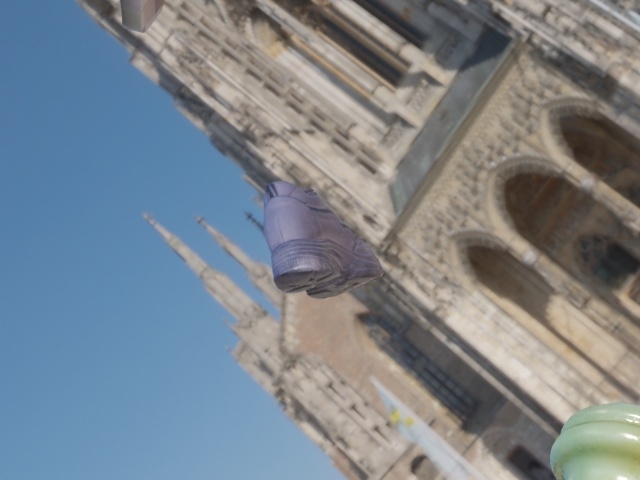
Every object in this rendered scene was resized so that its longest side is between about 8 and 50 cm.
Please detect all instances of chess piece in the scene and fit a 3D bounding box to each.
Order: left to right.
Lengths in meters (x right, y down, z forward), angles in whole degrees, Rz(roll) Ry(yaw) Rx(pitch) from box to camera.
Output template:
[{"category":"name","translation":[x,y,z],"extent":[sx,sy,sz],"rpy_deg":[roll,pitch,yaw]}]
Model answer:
[{"category":"chess piece","translation":[0.262,0.312,0.830],"extent":[0.298,0.176,0.176],"rpy_deg":[-59,-12,-33]}]

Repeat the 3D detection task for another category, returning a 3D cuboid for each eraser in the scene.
[{"category":"eraser","translation":[-0.194,-0.285,0.984],"extent":[0.105,0.026,0.065],"rpy_deg":[98,-171,-49]}]

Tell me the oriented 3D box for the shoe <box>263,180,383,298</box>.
[{"category":"shoe","translation":[0.000,0.000,1.207],"extent":[0.095,0.137,0.245],"rpy_deg":[-20,-14,23]}]
